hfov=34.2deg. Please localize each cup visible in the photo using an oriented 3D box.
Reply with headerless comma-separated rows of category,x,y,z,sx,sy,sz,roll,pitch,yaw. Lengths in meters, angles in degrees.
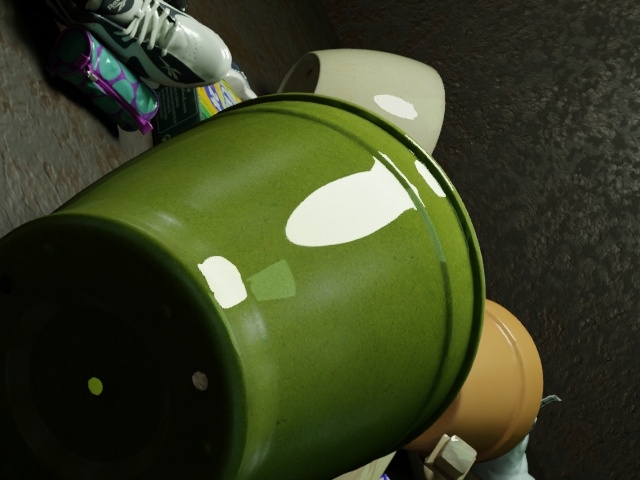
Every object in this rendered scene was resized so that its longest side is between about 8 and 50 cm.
cup,0.045,-0.241,2.032,0.237,0.331,0.331,23,35,-29

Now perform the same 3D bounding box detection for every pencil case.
pencil case,-0.252,-0.185,1.218,0.070,0.064,0.151,55,7,32

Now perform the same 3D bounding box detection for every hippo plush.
hippo plush,0.347,0.422,1.947,0.234,0.294,0.237,-21,92,-55

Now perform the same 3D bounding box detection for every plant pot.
plant pot,-0.088,0.069,0.842,0.366,0.366,0.353,64,25,2
plant pot,0.193,0.233,1.716,0.203,0.291,0.291,6,57,-56

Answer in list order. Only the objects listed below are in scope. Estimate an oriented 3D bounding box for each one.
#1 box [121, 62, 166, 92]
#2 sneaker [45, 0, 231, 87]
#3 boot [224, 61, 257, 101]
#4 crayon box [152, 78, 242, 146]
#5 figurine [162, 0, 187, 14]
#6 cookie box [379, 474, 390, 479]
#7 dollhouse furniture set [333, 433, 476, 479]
box,-0.224,-0.222,1.352,0.052,0.083,0.062,58,15,-23
sneaker,-0.211,-0.256,1.192,0.235,0.094,0.153,33,-5,-5
boot,-0.163,-0.268,1.739,0.086,0.069,0.190,59,4,14
crayon box,-0.126,-0.113,1.525,0.323,0.083,0.203,51,19,-45
figurine,-0.252,-0.372,1.336,0.215,0.092,0.209,58,-13,-19
cookie box,0.110,0.410,1.519,0.107,0.040,0.092,54,15,-37
dollhouse furniture set,-0.008,0.310,1.169,0.355,0.174,0.303,37,57,4
